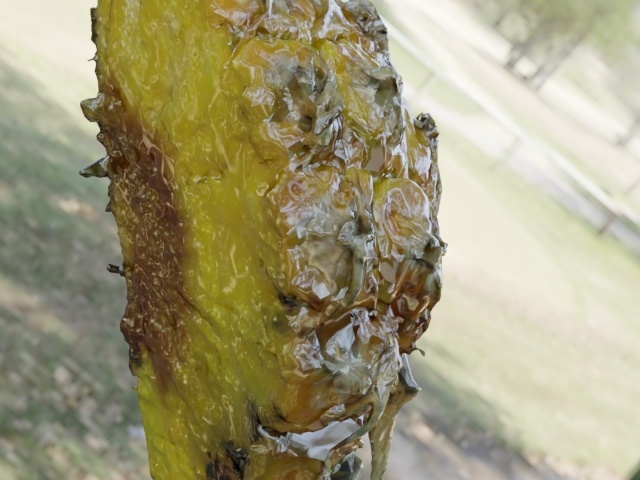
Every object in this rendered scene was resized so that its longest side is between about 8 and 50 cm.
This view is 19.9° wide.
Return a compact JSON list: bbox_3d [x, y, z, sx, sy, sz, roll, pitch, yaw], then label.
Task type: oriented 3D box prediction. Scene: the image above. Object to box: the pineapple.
[{"bbox_3d":[0.004,-0.002,0.791,0.158,0.335,0.161,-11,16,-39],"label":"pineapple"}]
